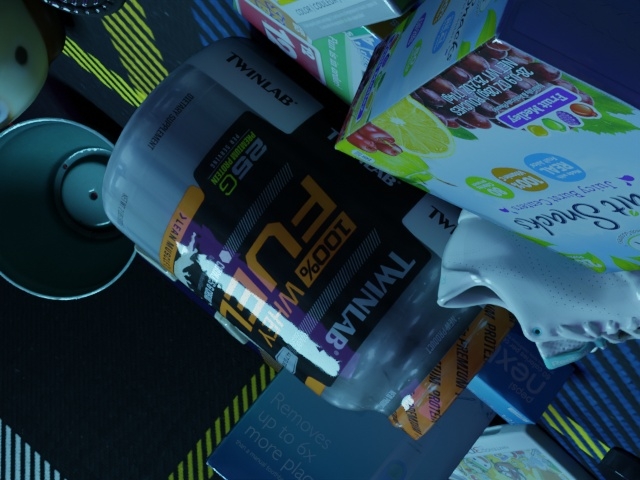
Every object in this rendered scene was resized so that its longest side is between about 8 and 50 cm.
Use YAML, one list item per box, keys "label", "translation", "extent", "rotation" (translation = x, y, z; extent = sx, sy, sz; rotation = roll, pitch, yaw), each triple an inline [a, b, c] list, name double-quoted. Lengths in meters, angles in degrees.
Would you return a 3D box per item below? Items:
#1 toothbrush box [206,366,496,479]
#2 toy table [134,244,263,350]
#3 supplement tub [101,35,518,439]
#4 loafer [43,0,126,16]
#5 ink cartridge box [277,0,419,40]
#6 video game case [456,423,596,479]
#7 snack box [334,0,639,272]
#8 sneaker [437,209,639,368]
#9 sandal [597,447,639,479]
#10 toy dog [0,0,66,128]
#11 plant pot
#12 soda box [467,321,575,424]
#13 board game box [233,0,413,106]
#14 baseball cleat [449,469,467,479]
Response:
- label: "toothbrush box"
  translation: [0.046, 0.203, 1.051]
  extent: [0.216, 0.295, 0.126]
  rotation: [41, 166, 2]
- label: "toy table"
  translation: [-0.092, 0.013, 1.117]
  extent: [0.252, 0.161, 0.274]
  rotation: [30, 164, 39]
- label: "supplement tub"
  translation: [0.000, 0.000, 0.743]
  extent: [0.316, 0.193, 0.193]
  rotation: [38, 167, 9]
- label: "loafer"
  translation: [-0.261, -0.286, 0.834]
  extent: [0.220, 0.078, 0.080]
  rotation: [34, 125, -6]
- label: "ink cartridge box"
  translation: [-0.032, -0.201, 0.463]
  extent: [0.209, 0.062, 0.109]
  rotation: [46, 166, -21]
- label: "video game case"
  translation: [0.289, 0.332, 1.253]
  extent: [0.227, 0.026, 0.206]
  rotation: [43, 149, -10]
- label: "snack box"
  translation: [0.119, -0.051, 0.421]
  extent: [0.174, 0.070, 0.207]
  rotation: [24, 171, -12]
- label: "sneaker"
  translation: [0.170, 0.039, 0.562]
  extent: [0.212, 0.094, 0.080]
  rotation: [17, 165, 35]
- label: "sandal"
  translation: [0.394, 0.310, 0.952]
  extent: [0.254, 0.054, 0.097]
  rotation: [31, 164, 36]
- label: "toy dog"
  translation: [-0.509, -0.280, 1.076]
  extent: [0.408, 0.284, 0.395]
  rotation: [40, 167, -4]
- label: "plant pot"
  translation: [-0.408, -0.066, 1.563]
  extent: [0.293, 0.293, 0.196]
  rotation: [41, -167, -2]
- label: "soda box"
  translation: [0.137, 0.086, 0.904]
  extent: [0.210, 0.071, 0.067]
  rotation: [40, 166, 2]
- label: "board game box"
  translation: [0.051, -0.106, 0.612]
  extent: [0.259, 0.039, 0.124]
  rotation: [38, 167, 1]
- label: "baseball cleat"
  translation: [0.239, 0.321, 1.388]
  extent: [0.206, 0.109, 0.072]
  rotation: [9, -166, 16]
